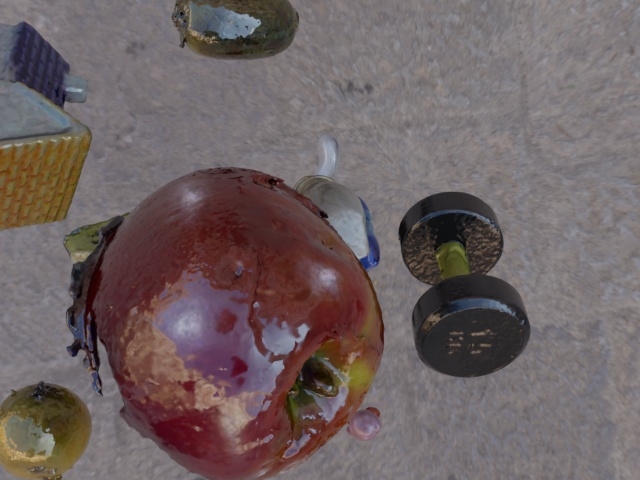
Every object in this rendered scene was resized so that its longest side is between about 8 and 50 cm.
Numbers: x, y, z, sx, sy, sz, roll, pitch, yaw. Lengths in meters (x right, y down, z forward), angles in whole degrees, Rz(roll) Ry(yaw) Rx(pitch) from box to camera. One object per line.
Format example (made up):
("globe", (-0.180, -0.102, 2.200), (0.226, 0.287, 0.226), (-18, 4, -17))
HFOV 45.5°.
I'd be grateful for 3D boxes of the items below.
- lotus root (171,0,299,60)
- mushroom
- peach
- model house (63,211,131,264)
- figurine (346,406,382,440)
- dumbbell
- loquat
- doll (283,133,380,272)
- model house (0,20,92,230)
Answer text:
("lotus root", (-0.171, -0.466, 1.623), (0.152, 0.275, 0.160), (40, 131, 43))
("mushroom", (0.017, -0.036, 1.178), (0.096, 0.247, 0.108), (10, 113, -16))
("peach", (-0.115, 0.090, 0.972), (0.416, 0.339, 0.353), (26, 72, 46))
("model house", (-0.373, 0.068, 1.474), (0.174, 0.234, 0.193), (-22, 110, -22))
("figurine", (0.094, 0.406, 1.677), (0.083, 0.071, 0.067), (-30, 123, 13))
("dumbbell", (0.259, 0.076, 1.426), (0.203, 0.322, 0.204), (0, 129, -1))
("loquat", (-0.485, 0.342, 1.339), (0.149, 0.172, 0.204), (-3, 102, 27))
("doll", (0.000, -0.002, 1.796), (0.376, 0.187, 0.365), (-44, 98, 11))
("model house", (-0.181, -0.062, 0.419), (0.100, 0.088, 0.101), (9, 53, -21))
